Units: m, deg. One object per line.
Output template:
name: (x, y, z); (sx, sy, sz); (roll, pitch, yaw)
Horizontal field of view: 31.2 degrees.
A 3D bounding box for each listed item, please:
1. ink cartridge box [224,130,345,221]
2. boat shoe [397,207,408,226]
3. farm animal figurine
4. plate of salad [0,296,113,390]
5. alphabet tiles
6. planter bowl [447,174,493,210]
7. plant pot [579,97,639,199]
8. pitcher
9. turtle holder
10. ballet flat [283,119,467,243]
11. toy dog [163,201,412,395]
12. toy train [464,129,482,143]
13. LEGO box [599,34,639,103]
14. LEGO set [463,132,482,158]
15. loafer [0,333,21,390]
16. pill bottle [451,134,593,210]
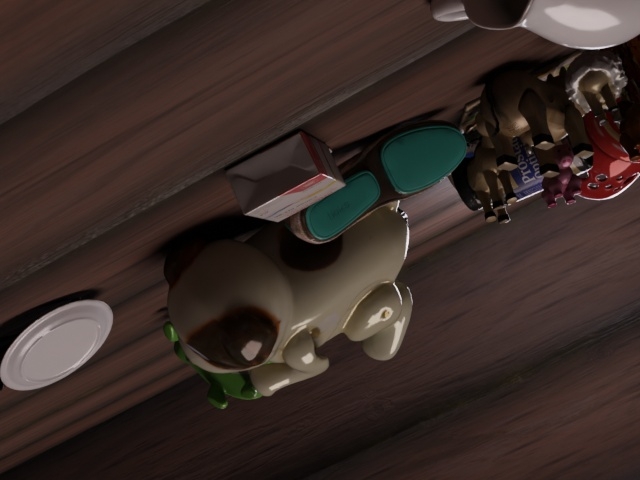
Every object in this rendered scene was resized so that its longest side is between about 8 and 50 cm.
ink cartridge box: (-0.038, -0.080, 1.528); (0.115, 0.067, 0.198); (-27, 173, 11)
boat shoe: (0.108, -0.015, 2.110); (0.127, 0.113, 0.340); (-31, 165, -7)
farm animal figurine: (0.331, -0.177, 1.730); (0.330, 0.172, 0.327); (-24, 157, 26)
plate of salad: (-0.418, 0.159, 1.803); (0.200, 0.048, 0.199); (-32, 152, -20)
alphabet tiles: (0.335, -0.244, 1.857); (0.237, 0.009, 0.198); (-25, 172, -1)
planter bowl: (0.339, -0.126, 2.270); (0.162, 0.109, 0.162); (-25, 172, -4)
plant pot: (0.560, -0.201, 2.236); (0.191, 0.191, 0.174); (-22, 162, -26)
pitcher: (0.231, -0.252, 1.159); (0.207, 0.125, 0.178); (-8, -176, -32)
turtle holder: (-0.166, 0.202, 2.354); (0.227, 0.243, 0.320); (-41, 172, -33)
ballet flat: (0.071, -0.096, 1.690); (0.316, 0.107, 0.106); (-27, -163, -26)
toy dog: (-0.052, 0.082, 1.816); (0.408, 0.284, 0.395); (-20, 157, -39)
toy train: (0.316, -0.204, 1.928); (0.158, 0.027, 0.036); (-27, 176, 8)
LEGO box: (0.716, -0.353, 1.683); (0.500, 0.193, 0.372); (-25, 172, -9)
LEGO set: (0.249, -0.147, 2.053); (0.244, 0.060, 0.182); (-28, 176, 8)
loafer: (-0.523, 0.206, 1.814); (0.080, 0.078, 0.220); (-30, 171, 27)
pill bottle: (0.339, -0.134, 1.945); (0.219, 0.122, 0.123); (-25, 173, 25)
